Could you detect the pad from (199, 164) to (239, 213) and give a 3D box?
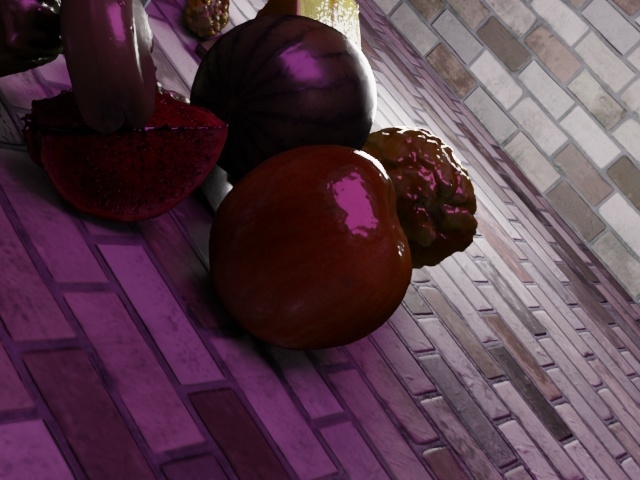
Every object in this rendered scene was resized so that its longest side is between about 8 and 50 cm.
[{"bbox_3d":[-0.161,-0.124,1.533,0.158,0.003,0.235,61,21,-8],"label":"pad"}]

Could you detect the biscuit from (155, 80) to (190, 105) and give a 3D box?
[{"bbox_3d":[-0.247,-0.193,1.526,0.273,0.036,0.187,25,34,-42],"label":"biscuit"}]

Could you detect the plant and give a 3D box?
[{"bbox_3d":[-0.363,-0.291,1.235,0.251,0.180,0.333,5,8,36],"label":"plant"}]

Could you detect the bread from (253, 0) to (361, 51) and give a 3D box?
[{"bbox_3d":[0.018,-0.386,2.062,0.233,0.245,0.362,20,29,-47],"label":"bread"}]

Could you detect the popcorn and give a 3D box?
[{"bbox_3d":[0.144,-0.082,1.705,0.282,0.282,0.247,35,40,-21],"label":"popcorn"}]

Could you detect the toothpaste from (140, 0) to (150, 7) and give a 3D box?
[{"bbox_3d":[-0.423,-0.525,1.819,0.205,0.036,0.056,36,23,-9],"label":"toothpaste"}]

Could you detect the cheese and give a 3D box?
[{"bbox_3d":[-0.255,-0.224,1.133,0.175,0.091,0.203,76,4,-56],"label":"cheese"}]

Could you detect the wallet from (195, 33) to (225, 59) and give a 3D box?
[{"bbox_3d":[-0.190,-0.379,1.948,0.118,0.039,0.152,40,25,2],"label":"wallet"}]

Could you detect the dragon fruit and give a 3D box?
[{"bbox_3d":[-0.269,-0.117,1.221,0.261,0.163,0.189,-2,90,-32],"label":"dragon fruit"}]

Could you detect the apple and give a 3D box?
[{"bbox_3d":[0.000,0.000,1.306,0.301,0.301,0.301,36,24,-19],"label":"apple"}]

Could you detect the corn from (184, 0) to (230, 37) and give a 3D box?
[{"bbox_3d":[-0.244,-0.522,2.040,0.097,0.097,0.320,35,23,-21],"label":"corn"}]

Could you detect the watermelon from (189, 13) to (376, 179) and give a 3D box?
[{"bbox_3d":[-0.051,-0.223,1.501,0.279,0.279,0.359,49,31,13],"label":"watermelon"}]
